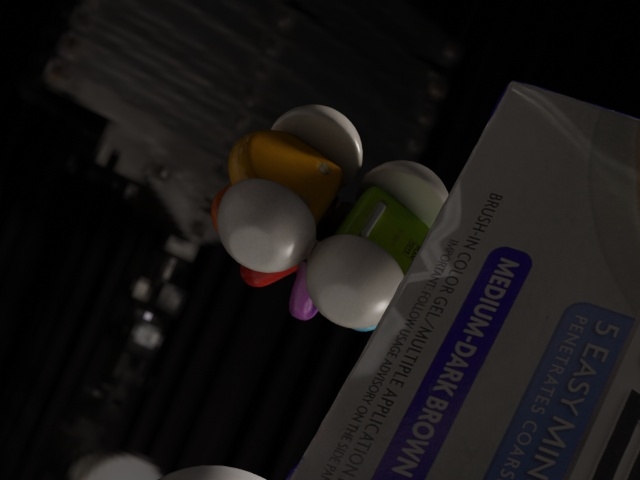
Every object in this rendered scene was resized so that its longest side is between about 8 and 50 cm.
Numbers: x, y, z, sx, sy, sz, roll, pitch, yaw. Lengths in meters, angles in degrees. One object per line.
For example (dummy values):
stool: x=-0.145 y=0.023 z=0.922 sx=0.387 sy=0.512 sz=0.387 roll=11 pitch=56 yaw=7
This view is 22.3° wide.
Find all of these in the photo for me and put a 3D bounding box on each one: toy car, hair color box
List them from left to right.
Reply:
toy car: x=0.000 y=0.000 z=1.228 sx=0.182 sy=0.159 sz=0.136 roll=32 pitch=-49 yaw=1
hair color box: x=0.176 y=0.092 z=0.497 sx=0.338 sy=0.185 sz=0.110 roll=20 pitch=-29 yaw=18

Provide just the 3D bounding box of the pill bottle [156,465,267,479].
pill bottle: x=-0.059 y=0.185 z=0.650 sx=0.136 sy=0.136 sz=0.246 roll=24 pitch=17 yaw=-2
